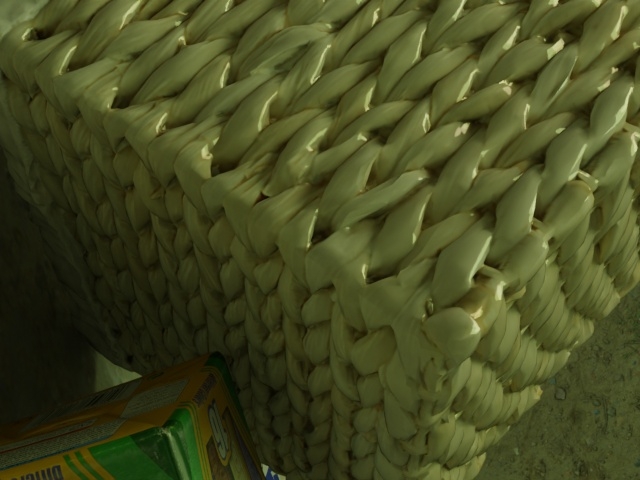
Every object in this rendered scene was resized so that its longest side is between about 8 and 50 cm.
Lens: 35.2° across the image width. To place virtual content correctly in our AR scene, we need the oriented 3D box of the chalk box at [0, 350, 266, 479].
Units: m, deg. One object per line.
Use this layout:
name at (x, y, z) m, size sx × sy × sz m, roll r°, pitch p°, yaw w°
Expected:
chalk box at (-0.076, 0.176, 0.420) m, size 0.132 × 0.132 × 0.213 m, roll -54°, pitch 125°, yaw -84°

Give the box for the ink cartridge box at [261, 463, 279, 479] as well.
ink cartridge box at (-0.070, 0.198, 0.865) m, size 0.097 × 0.046 × 0.207 m, roll -70°, pitch 143°, yaw -80°

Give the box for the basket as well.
basket at (0.041, -0.044, 0.566) m, size 0.266 × 0.328 × 0.331 m, roll 37°, pitch -25°, yaw 20°
